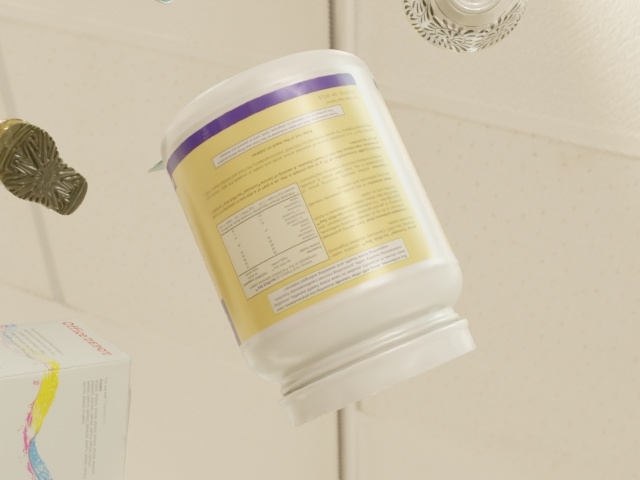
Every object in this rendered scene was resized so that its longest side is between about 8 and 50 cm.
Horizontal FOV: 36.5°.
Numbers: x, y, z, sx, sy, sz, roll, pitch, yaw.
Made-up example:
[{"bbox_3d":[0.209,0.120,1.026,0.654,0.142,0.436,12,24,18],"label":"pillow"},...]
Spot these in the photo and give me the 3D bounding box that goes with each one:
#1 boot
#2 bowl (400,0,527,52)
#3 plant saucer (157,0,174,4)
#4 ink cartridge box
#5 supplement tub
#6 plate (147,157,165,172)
[{"bbox_3d":[-0.474,-0.133,1.312,0.269,0.089,0.236,25,-16,17],"label":"boot"},{"bbox_3d":[0.187,-0.322,1.214,0.170,0.080,0.170,0,-80,-2],"label":"bowl"},{"bbox_3d":[-0.257,-0.505,1.409,0.044,0.317,0.317,-1,-55,8],"label":"plant saucer"},{"bbox_3d":[-0.270,0.150,0.843,0.128,0.176,0.127,21,-70,51],"label":"ink cartridge box"},{"bbox_3d":[0.000,0.000,1.000,0.241,0.241,0.331,-33,-103,45],"label":"supplement tub"},{"bbox_3d":[-0.151,-0.145,1.272,0.024,0.188,0.188,49,-45,-11],"label":"plate"}]
